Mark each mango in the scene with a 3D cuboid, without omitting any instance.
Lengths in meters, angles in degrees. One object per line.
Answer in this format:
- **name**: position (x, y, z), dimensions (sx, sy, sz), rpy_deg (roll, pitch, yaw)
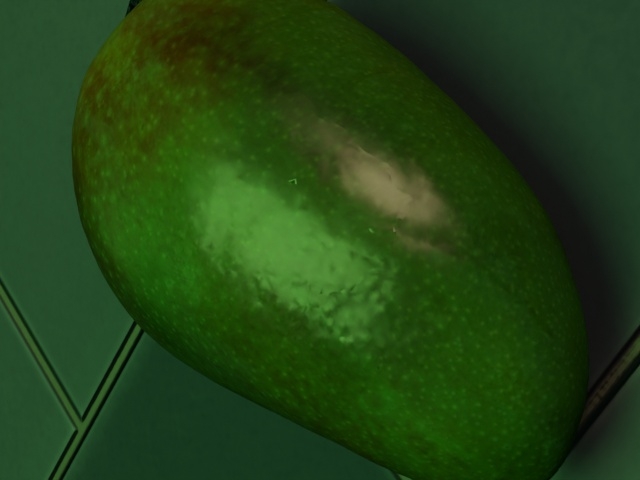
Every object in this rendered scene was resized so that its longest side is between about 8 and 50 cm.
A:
- **mango**: position (0.000, 0.000, 0.929), dimensions (0.382, 0.201, 0.225), rpy_deg (44, 101, 24)

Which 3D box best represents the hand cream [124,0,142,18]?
- **hand cream**: position (-0.087, -0.191, 1.116), dimensions (0.120, 0.061, 0.270), rpy_deg (30, 109, 41)
